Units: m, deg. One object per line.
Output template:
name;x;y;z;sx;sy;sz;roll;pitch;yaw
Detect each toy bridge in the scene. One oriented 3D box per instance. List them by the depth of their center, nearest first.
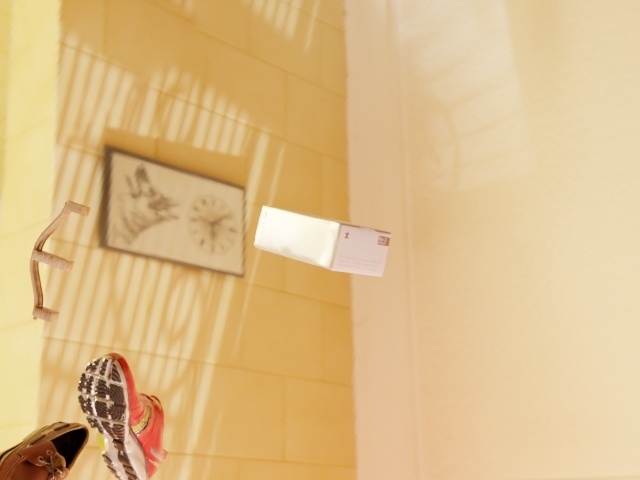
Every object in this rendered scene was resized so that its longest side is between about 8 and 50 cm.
toy bridge;-0.401;0.030;1.455;0.063;0.026;0.188;19;-87;14

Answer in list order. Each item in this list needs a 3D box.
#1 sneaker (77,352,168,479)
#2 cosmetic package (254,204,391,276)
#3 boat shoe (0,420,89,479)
sneaker;-0.319;0.285;1.627;0.107;0.118;0.279;16;-51;28
cosmetic package;0.000;0.000;1.676;0.231;0.117;0.085;17;-84;53
boat shoe;-0.542;0.429;1.871;0.104;0.307;0.111;-18;-74;13
